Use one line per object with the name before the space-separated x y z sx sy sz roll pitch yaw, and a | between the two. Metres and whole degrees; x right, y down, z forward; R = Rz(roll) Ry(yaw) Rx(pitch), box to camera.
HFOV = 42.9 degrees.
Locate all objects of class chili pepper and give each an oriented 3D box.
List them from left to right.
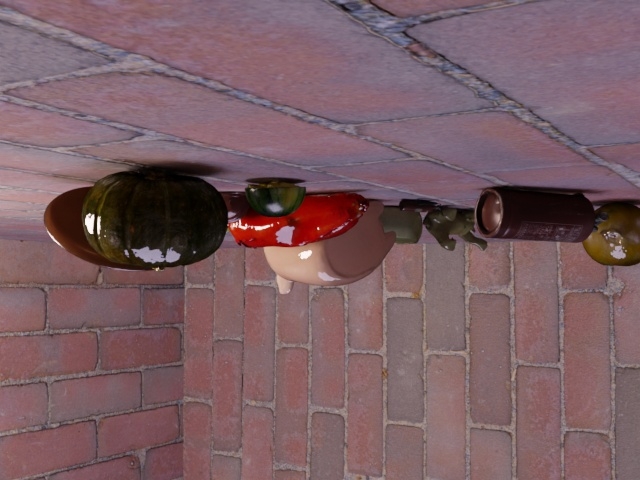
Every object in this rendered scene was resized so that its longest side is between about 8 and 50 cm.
chili pepper | -0.072 -0.040 1.616 0.387 0.110 0.110 -4 175 34

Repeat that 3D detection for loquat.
loquat | 0.639 -0.012 1.749 0.152 0.152 0.195 -1 -175 23

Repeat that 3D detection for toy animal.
toy animal | -0.002 -0.001 1.761 0.213 0.195 0.256 -43 -154 -28
toy animal | 0.322 -0.037 1.926 0.219 0.103 0.101 0 -163 -41

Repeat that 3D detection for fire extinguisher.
fire extinguisher | 0.217 -0.075 1.699 0.100 0.032 0.046 2 143 -23
fire extinguisher | 0.424 -0.044 1.528 0.269 0.104 0.105 2 177 -22

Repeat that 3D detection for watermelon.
watermelon | -0.077 -0.070 1.393 0.105 0.062 0.105 1 -178 0

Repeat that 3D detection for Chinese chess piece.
Chinese chess piece | 0.146 -0.037 1.915 0.188 0.083 0.188 3 176 0

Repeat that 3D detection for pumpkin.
pumpkin | -0.252 -0.030 1.250 0.224 0.157 0.223 2 -168 0

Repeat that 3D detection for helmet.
helmet | -0.185 -0.063 1.592 0.111 0.057 0.089 -1 179 16

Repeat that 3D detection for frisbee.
frisbee | -0.340 -0.026 1.385 0.251 0.021 0.251 17 -152 -9
